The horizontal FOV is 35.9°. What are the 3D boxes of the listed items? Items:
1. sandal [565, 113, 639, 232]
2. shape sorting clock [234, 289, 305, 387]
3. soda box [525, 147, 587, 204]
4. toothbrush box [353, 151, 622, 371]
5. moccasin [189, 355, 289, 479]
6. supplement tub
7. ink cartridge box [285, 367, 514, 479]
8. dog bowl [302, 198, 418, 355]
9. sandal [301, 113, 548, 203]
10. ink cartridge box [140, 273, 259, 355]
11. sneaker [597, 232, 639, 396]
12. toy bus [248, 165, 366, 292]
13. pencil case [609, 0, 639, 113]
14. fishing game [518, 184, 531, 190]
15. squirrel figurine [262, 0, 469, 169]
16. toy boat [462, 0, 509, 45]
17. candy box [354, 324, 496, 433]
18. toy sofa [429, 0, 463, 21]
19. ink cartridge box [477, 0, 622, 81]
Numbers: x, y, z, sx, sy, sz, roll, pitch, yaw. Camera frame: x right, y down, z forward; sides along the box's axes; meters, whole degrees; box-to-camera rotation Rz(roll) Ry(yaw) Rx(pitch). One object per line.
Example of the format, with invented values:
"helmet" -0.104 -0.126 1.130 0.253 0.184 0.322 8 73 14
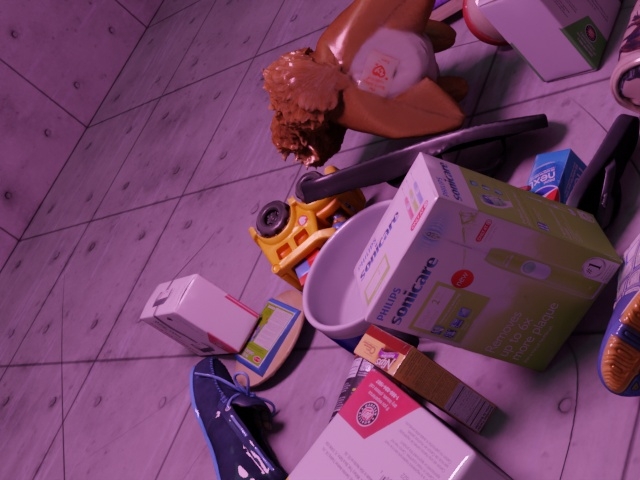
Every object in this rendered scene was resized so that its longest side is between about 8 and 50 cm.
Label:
"sandal" 0.416 -0.077 1.441 0.054 0.097 0.254 21 72 31
"shape sorting clock" -0.093 0.185 1.866 0.206 0.040 0.206 -41 26 24
"soda box" 0.344 -0.034 1.498 0.067 0.071 0.210 -10 48 49
"toothbrush box" 0.218 0.034 1.324 0.122 0.283 0.206 -100 33 -56
"moccasin" -0.127 0.321 1.701 0.117 0.138 0.342 -39 45 10
"supplement tub" 0.089 0.228 1.513 0.106 0.106 0.198 -9 48 49
"ink cartridge box" 0.060 0.403 1.296 0.384 0.160 0.279 -51 29 -2
"dog bowl" 0.099 0.065 1.683 0.265 0.104 0.265 -33 34 26
"sandal" 0.187 -0.119 1.728 0.446 0.107 0.167 -17 2 18
"ink cartridge box" -0.242 0.150 1.951 0.092 0.158 0.218 -62 20 -19
"sneaker" 0.430 0.069 1.264 0.296 0.112 0.131 -56 13 -13
"toy bus" 0.000 0.000 1.867 0.220 0.149 0.211 -40 44 12
"pencil case" 0.561 -0.362 1.485 0.410 0.160 0.183 -66 8 -26
"fishing game" 0.239 0.028 1.530 0.264 0.041 0.189 -63 4 -3
"squirrel figurine" 0.076 -0.302 1.878 0.397 0.281 0.370 -19 6 4
"toy boat" 0.363 -0.480 1.942 0.231 0.151 0.151 -61 1 -20
"candy box" 0.147 0.194 1.388 0.053 0.187 0.109 -56 31 -6
"toy sofa" 0.246 -0.561 2.121 0.362 0.177 0.150 -25 38 35
"ink cartridge box" 0.425 -0.459 1.733 0.121 0.211 0.289 -8 49 51
